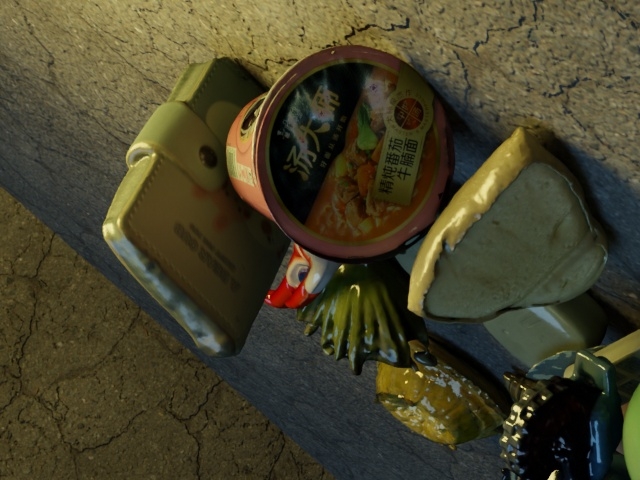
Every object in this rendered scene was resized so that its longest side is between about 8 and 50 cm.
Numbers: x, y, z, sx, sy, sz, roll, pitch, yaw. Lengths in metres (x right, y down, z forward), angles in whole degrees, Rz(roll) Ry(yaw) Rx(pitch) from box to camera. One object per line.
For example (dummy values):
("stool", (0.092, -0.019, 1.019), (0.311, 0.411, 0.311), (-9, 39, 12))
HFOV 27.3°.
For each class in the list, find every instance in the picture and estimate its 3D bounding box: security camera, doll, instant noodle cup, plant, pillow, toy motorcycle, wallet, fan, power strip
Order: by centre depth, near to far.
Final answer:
("instant noodle cup", (0.000, -0.099, 1.518), (0.244, 0.244, 0.255), (42, 171, -17))
("power strip", (0.374, 0.148, 1.568), (0.081, 0.035, 0.192), (26, 142, -21))
("toy motorcycle", (0.336, 0.294, 1.607), (0.172, 0.232, 0.416), (31, 151, 48))
("fan", (0.375, 0.164, 1.625), (0.240, 0.009, 0.131), (4, 146, 9))
("wallet", (-0.133, -0.055, 1.641), (0.083, 0.360, 0.252), (-24, 120, 39))
("security camera", (0.221, 0.050, 1.654), (0.301, 0.080, 0.157), (38, 150, -8))
("doll", (0.000, 0.000, 1.811), (0.099, 0.188, 0.384), (16, 164, -15))
("plant", (0.084, 0.028, 1.926), (0.251, 0.180, 0.333), (34, 132, 28))
("pillow", (0.376, 0.270, 2.019), (0.203, 0.038, 0.113), (24, 159, 35))

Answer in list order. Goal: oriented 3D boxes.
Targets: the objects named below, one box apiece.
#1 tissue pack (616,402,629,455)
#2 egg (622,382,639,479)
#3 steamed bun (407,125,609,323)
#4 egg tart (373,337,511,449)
("tissue pack", (0.465, 0.277, 1.766), (0.246, 0.092, 0.148), (29, 160, 24))
("egg", (0.454, 0.233, 1.451), (0.270, 0.220, 0.220), (39, 164, -30))
("steamed bun", (0.208, -0.003, 1.446), (0.212, 0.231, 0.110), (24, -156, -35))
("egg tart", (0.196, 0.265, 2.242), (0.290, 0.115, 0.290), (32, 163, 11))
